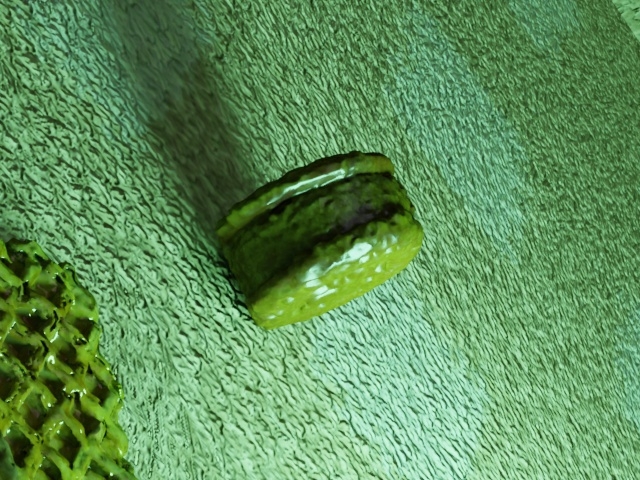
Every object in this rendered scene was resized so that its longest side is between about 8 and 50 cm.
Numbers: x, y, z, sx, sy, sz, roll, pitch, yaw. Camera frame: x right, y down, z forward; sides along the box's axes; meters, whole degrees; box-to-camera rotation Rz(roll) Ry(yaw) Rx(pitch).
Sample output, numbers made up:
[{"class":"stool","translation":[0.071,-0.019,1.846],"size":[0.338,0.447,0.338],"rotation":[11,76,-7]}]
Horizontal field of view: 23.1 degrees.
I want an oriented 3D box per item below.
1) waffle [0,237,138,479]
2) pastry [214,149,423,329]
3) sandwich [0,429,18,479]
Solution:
[{"class":"waffle","translation":[-0.225,0.098,1.101],"size":[0.254,0.052,0.245],"rotation":[5,62,-57]},{"class":"pastry","translation":[0.000,0.000,1.395],"size":[0.189,0.189,0.103],"rotation":[-5,65,-58]},{"class":"sandwich","translation":[-0.295,0.078,0.796],"size":[0.131,0.262,0.325],"rotation":[24,45,-59]}]
